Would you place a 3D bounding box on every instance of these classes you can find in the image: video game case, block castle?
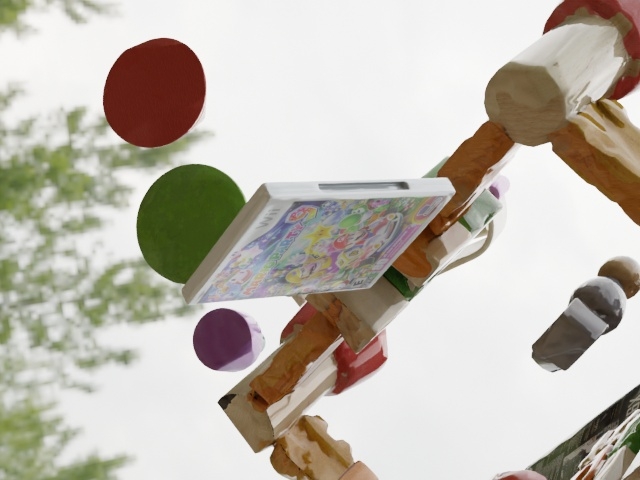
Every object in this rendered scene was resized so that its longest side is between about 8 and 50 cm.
[{"bbox_3d":[0.000,0.000,0.718,0.087,0.122,0.011,-50,-124,39],"label":"video game case"},{"bbox_3d":[0.163,0.063,1.021,0.303,0.213,0.453,44,-49,6],"label":"block castle"}]

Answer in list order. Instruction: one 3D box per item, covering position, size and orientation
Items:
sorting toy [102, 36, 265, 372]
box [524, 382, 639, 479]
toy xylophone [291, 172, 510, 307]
[{"bbox_3d":[-0.123,-0.034,1.543,0.127,0.126,0.365,-20,-102,15],"label":"sorting toy"},{"bbox_3d":[0.238,0.301,1.289,0.242,0.077,0.307,-53,-168,52],"label":"box"},{"bbox_3d":[0.109,0.012,1.868,0.081,0.323,0.236,64,10,-2],"label":"toy xylophone"}]
